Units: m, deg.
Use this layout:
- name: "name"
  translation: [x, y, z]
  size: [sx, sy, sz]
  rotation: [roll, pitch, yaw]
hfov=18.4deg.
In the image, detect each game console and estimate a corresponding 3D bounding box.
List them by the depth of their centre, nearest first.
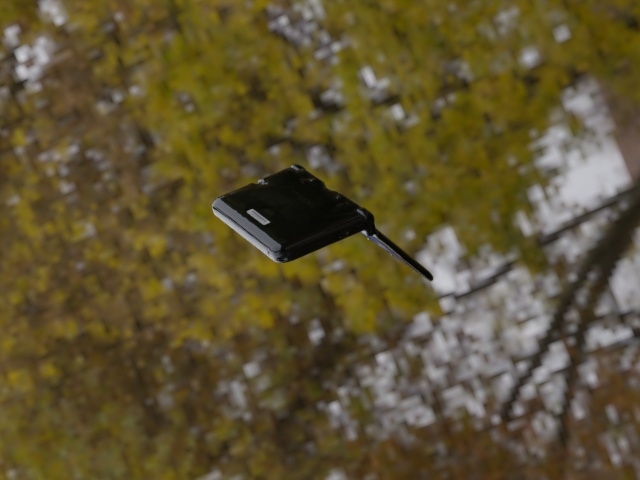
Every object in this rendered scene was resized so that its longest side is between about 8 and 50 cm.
- name: "game console"
  translation: [0.000, 0.000, 1.355]
  size: [0.122, 0.107, 0.071]
  rotation: [35, 144, 58]
